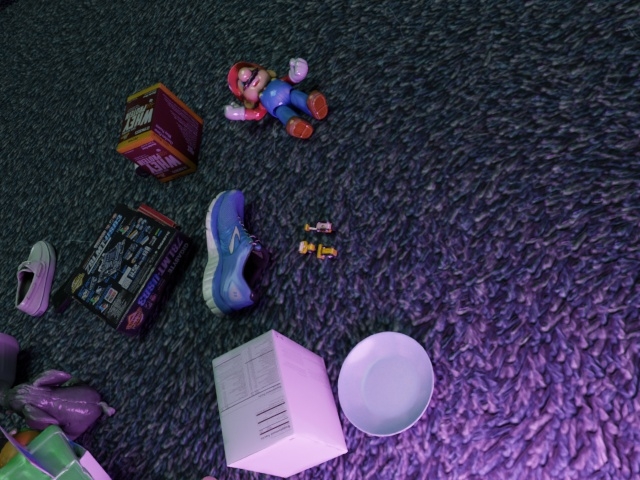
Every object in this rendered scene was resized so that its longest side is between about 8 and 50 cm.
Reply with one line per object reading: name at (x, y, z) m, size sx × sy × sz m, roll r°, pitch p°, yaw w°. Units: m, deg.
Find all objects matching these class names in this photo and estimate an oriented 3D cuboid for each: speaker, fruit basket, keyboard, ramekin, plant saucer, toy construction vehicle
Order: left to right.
ramekin at (-0.980, 0.364, 1.627) m, size 0.273 × 0.273 × 0.127 m, roll -29°, pitch 64°, yaw 16°
fruit basket at (-0.616, 0.489, 1.302) m, size 0.165 × 0.327 × 0.353 m, roll -39°, pitch 40°, yaw -27°
keyboard at (-0.723, 0.136, 1.737) m, size 0.180 × 0.023 × 0.108 m, roll -49°, pitch 43°, yaw 1°
speaker at (-0.551, -0.262, 1.826) m, size 0.055 × 0.055 × 0.136 m, roll -27°, pitch 53°, yaw 18°
toy construction vehicle at (0.000, 0.000, 1.344) m, size 0.098 × 0.035 × 0.086 m, roll -2°, pitch 75°, yaw 35°
plant saucer at (0.126, 0.270, 1.106) m, size 0.195 × 0.037 × 0.195 m, roll -15°, pitch 57°, yaw 25°

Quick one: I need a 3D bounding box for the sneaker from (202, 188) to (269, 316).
sneaker at (-0.191, 0.020, 1.412) m, size 0.147 × 0.130 × 0.330 m, roll -11°, pitch 62°, yaw 11°

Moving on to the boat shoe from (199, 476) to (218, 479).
boat shoe at (-0.222, 0.610, 1.101) m, size 0.103 × 0.113 × 0.302 m, roll -33°, pitch 41°, yaw 15°

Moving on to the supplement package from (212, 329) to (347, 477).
supplement package at (-0.078, 0.313, 1.110) m, size 0.149 × 0.194 × 0.203 m, roll -29°, pitch 52°, yaw 17°

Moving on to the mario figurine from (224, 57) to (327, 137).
mario figurine at (-0.144, -0.395, 1.558) m, size 0.198 × 0.170 × 0.320 m, roll -32°, pitch 51°, yaw -32°

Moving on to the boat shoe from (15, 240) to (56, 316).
boat shoe at (-0.892, 0.105, 1.817) m, size 0.096 × 0.088 × 0.267 m, roll -21°, pitch 55°, yaw 22°

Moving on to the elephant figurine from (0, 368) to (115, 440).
elephant figurine at (-0.665, 0.391, 1.412) m, size 0.186 × 0.239 × 0.169 m, roll -47°, pitch 48°, yaw 1°

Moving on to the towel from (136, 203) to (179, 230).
towel at (-0.528, 0.039, 1.659) m, size 0.199 × 0.031 × 0.275 m, roll 26°, pitch 80°, yaw 39°

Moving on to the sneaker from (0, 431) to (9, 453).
sneaker at (-0.924, 0.680, 1.497) m, size 0.182 × 0.158 × 0.410 m, roll -3°, pitch 57°, yaw 51°

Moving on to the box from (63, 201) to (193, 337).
box at (-0.519, 0.068, 1.569) m, size 0.293 × 0.073 × 0.295 m, roll 20°, pitch 77°, yaw 40°

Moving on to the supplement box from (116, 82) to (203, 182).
supplement box at (-0.460, -0.307, 1.703) m, size 0.129 × 0.191 × 0.194 m, roll -15°, pitch 58°, yaw 26°
